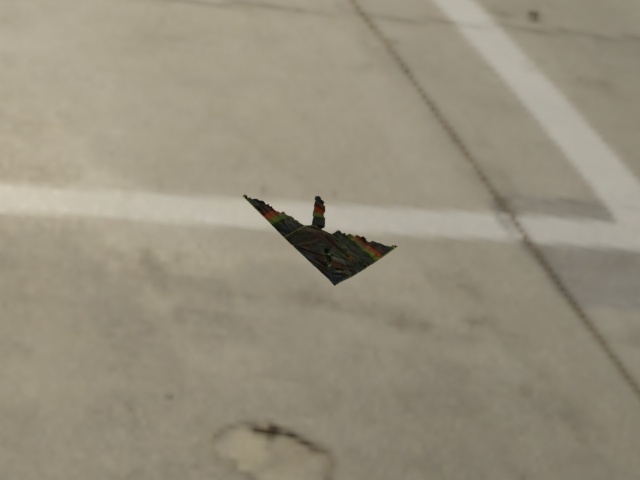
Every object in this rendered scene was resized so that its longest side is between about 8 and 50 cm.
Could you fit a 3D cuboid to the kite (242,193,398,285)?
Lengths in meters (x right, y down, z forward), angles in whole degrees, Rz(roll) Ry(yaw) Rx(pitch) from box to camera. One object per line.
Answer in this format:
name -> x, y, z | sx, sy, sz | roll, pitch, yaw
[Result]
kite -> 0.000, 0.000, 1.175 | 0.122, 0.090, 0.004 | 22, 56, 25
